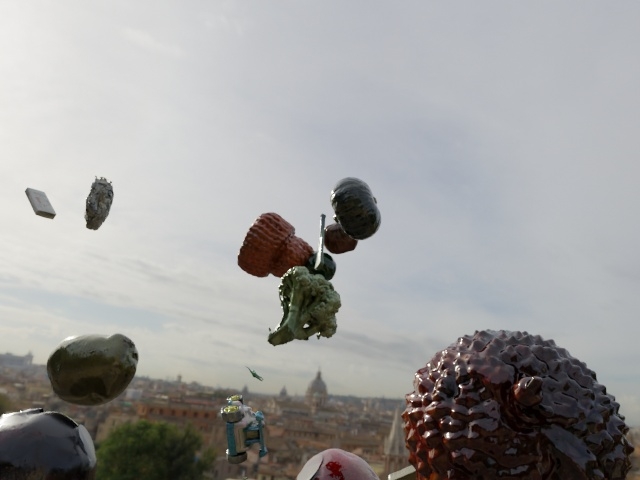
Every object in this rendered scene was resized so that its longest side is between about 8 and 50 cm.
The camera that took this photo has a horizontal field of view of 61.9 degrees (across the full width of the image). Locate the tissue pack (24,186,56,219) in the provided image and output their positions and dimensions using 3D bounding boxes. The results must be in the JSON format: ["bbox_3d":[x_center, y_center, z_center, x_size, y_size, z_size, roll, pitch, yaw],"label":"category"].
[{"bbox_3d":[-0.781,-0.103,1.487,0.108,0.023,0.056,48,15,32],"label":"tissue pack"}]

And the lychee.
[{"bbox_3d":[0.368,0.371,1.036,0.425,0.424,0.499,1,-37,18],"label":"lychee"}]

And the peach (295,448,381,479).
[{"bbox_3d":[0.056,0.899,1.824,0.310,0.335,0.406,53,2,-10],"label":"peach"}]

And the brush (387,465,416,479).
[{"bbox_3d":[0.326,0.793,1.744,0.197,0.123,0.059,-27,7,4],"label":"brush"}]

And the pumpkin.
[{"bbox_3d":[0.110,-0.101,1.714,0.152,0.211,0.211,-15,-19,7],"label":"pumpkin"}]

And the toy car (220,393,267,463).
[{"bbox_3d":[-0.168,0.426,1.232,0.098,0.126,0.161,-4,6,0],"label":"toy car"}]

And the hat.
[{"bbox_3d":[-0.129,0.061,2.250,0.401,0.285,0.285,24,-18,-3],"label":"hat"}]

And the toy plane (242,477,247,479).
[{"bbox_3d":[-0.253,0.754,1.588,0.111,0.040,0.102,-21,19,23],"label":"toy plane"}]

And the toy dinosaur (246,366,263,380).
[{"bbox_3d":[-0.262,0.532,2.110,0.083,0.021,0.062,36,-6,-15],"label":"toy dinosaur"}]

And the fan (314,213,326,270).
[{"bbox_3d":[0.000,0.000,1.477,0.016,0.193,0.038,24,-43,-22],"label":"fan"}]

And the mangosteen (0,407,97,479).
[{"bbox_3d":[-0.816,0.690,1.524,0.421,0.381,0.381,53,-25,-3],"label":"mangosteen"}]

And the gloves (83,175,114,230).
[{"bbox_3d":[-0.657,-0.105,1.578,0.070,0.153,0.114,17,-24,-17],"label":"gloves"}]

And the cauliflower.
[{"bbox_3d":[-0.038,0.252,1.910,0.261,0.281,0.327,-20,-55,22],"label":"cauliflower"}]

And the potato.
[{"bbox_3d":[-0.784,0.442,1.833,0.327,0.243,0.221,-3,-28,17],"label":"potato"}]

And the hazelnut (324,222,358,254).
[{"bbox_3d":[0.083,-0.014,2.247,0.154,0.143,0.143,-4,-19,18],"label":"hazelnut"}]
